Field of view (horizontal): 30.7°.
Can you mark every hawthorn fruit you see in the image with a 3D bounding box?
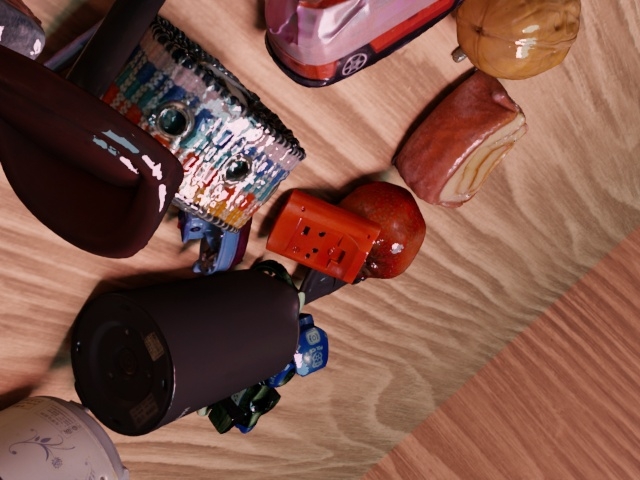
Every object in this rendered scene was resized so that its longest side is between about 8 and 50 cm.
[{"bbox_3d":[0.099,-0.025,1.917,0.194,0.157,0.157,-46,168,-47],"label":"hawthorn fruit"}]

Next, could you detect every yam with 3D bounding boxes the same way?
[{"bbox_3d":[0.248,-0.310,1.778,0.116,0.021,0.021,-40,157,-4],"label":"yam"}]

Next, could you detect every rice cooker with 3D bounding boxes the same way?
[{"bbox_3d":[-0.436,0.370,1.631,0.317,0.317,0.264,-17,123,-43],"label":"rice cooker"}]

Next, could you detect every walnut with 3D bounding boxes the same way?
[{"bbox_3d":[0.280,-0.310,1.656,0.197,0.165,0.165,-21,150,-38],"label":"walnut"}]

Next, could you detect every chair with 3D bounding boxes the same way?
[{"bbox_3d":[-0.145,-0.196,0.961,0.401,0.227,0.226,-60,158,-7],"label":"chair"}]

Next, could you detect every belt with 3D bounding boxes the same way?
[{"bbox_3d":[-0.153,-0.118,1.271,0.160,0.207,0.295,-46,155,8],"label":"belt"}]

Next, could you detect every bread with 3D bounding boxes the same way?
[{"bbox_3d":[0.232,-0.162,1.897,0.190,0.123,0.244,-10,142,-48],"label":"bread"}]

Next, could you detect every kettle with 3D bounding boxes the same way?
[{"bbox_3d":[-0.199,0.177,1.741,0.308,0.203,0.262,-13,131,-53],"label":"kettle"}]

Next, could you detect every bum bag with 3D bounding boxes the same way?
[{"bbox_3d":[0.053,0.040,2.065,0.248,0.060,0.123,-21,149,-40],"label":"bum bag"}]

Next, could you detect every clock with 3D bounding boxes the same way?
[{"bbox_3d":[0.000,0.000,1.799,0.061,0.155,0.113,-76,-169,-54],"label":"clock"}]

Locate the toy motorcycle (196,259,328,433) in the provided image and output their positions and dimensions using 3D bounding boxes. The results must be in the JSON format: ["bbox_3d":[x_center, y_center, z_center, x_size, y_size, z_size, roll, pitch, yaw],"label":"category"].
[{"bbox_3d":[-0.095,0.191,1.938,0.125,0.196,0.331,-17,147,-44],"label":"toy motorcycle"}]

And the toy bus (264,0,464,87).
[{"bbox_3d":[0.070,-0.310,1.376,0.303,0.127,0.147,-32,151,-15],"label":"toy bus"}]

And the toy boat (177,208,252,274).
[{"bbox_3d":[-0.151,-0.021,1.603,0.097,0.100,0.223,-4,145,-16],"label":"toy boat"}]

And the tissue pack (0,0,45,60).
[{"bbox_3d":[-0.399,-0.165,0.939,0.228,0.103,0.316,-44,156,7],"label":"tissue pack"}]
